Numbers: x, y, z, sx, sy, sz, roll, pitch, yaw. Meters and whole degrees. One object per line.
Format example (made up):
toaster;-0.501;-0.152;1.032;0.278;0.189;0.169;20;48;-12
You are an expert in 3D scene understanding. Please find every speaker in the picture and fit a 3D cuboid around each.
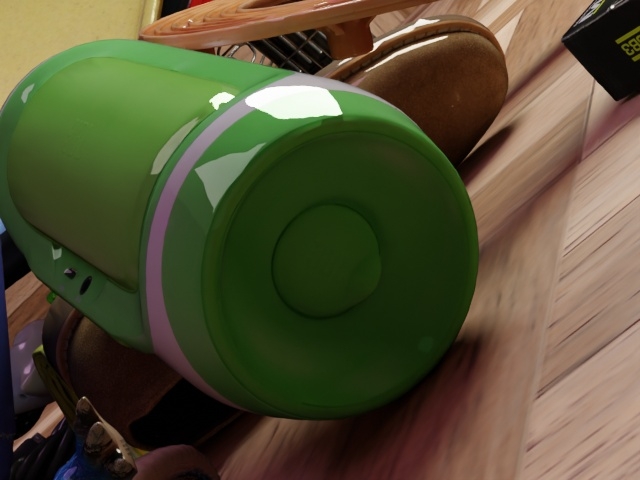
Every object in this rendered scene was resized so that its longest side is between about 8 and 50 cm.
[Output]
speaker;-0.054;-0.016;0.646;0.131;0.131;0.296;-45;26;-11

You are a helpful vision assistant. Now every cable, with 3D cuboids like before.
cable;-0.187;0.156;1.109;0.150;0.047;0.184;-38;3;14

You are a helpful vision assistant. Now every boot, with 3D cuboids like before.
boot;0.000;0.000;0.811;0.305;0.112;0.115;-41;36;-8

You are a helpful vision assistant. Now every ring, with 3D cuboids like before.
ring;0.065;-0.141;0.833;0.336;0.032;0.336;-13;14;3

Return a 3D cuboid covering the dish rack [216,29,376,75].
dish rack;-0.043;-0.112;1.215;0.271;0.208;0.074;-37;21;46

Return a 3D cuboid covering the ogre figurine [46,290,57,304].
ogre figurine;-0.085;0.009;1.045;0.097;0.118;0.197;-35;12;35

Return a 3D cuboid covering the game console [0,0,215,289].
game console;-0.176;-0.136;1.193;0.386;0.060;0.342;-31;35;51

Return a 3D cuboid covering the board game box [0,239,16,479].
board game box;-0.315;0.064;0.778;0.141;0.291;0.232;-94;6;-53

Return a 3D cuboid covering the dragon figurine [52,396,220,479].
dragon figurine;-0.096;0.132;0.460;0.144;0.085;0.289;-43;8;5

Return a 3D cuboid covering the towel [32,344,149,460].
towel;-0.081;0.039;0.930;0.021;0.102;0.237;-7;30;38

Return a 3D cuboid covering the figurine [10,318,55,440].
figurine;-0.191;0.082;1.216;0.209;0.092;0.215;-40;0;-31

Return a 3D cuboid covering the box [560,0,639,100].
box;0.205;-0.155;0.613;0.191;0.045;0.184;-48;5;-24

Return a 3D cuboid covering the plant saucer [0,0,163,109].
plant saucer;-0.240;-0.138;1.036;0.332;0.081;0.333;-11;49;17
